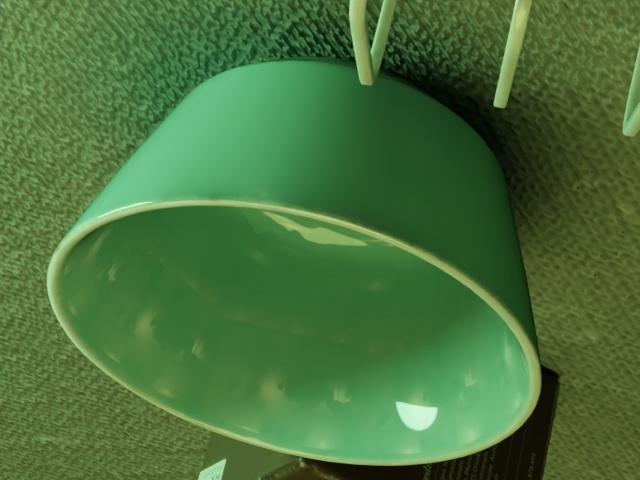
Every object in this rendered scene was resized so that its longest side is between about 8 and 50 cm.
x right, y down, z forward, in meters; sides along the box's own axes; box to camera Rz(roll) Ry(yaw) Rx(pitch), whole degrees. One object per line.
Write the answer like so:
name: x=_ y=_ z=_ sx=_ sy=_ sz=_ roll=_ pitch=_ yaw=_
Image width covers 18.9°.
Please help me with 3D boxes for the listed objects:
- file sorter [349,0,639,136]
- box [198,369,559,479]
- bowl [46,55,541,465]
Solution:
file sorter: x=0.164 y=-0.138 z=0.857 sx=0.278 sy=0.173 sz=0.193 roll=12 pitch=174 yaw=5
box: x=0.043 y=0.156 z=1.446 sx=0.203 sy=0.167 sz=0.168 roll=29 pitch=147 yaw=-21
bowl: x=0.000 y=0.000 z=1.217 sx=0.311 sy=0.163 sz=0.311 roll=12 pitch=149 yaw=7
